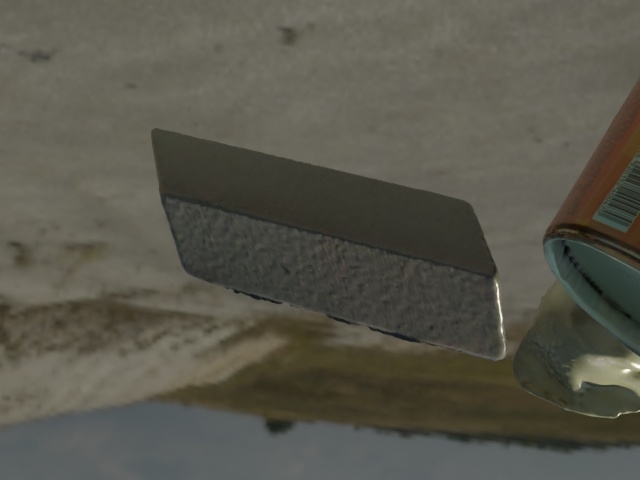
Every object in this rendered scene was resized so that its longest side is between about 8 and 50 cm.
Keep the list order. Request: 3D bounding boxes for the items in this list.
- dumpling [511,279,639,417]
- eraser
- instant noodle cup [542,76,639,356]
[{"bbox_3d":[0.300,0.090,1.418,0.166,0.216,0.126,47,174,8],"label":"dumpling"},{"bbox_3d":[0.000,-0.001,1.192,0.353,0.077,0.111,15,140,24],"label":"eraser"},{"bbox_3d":[0.326,-0.014,1.145,0.296,0.214,0.296,39,170,8],"label":"instant noodle cup"}]
